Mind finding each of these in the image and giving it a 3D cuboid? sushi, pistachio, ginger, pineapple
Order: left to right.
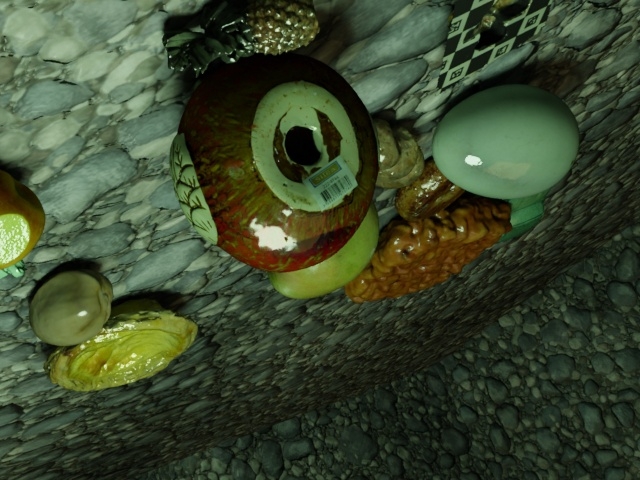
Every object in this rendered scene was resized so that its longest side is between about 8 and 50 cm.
[{"bbox_3d":[-0.365,0.099,1.317,0.149,0.113,0.113,-29,164,26],"label":"pistachio"},{"bbox_3d":[-0.083,-0.212,0.923,0.159,0.074,0.074,-21,161,-12],"label":"pineapple"},{"bbox_3d":[0.105,-0.131,1.396,0.104,0.080,0.204,-25,165,9],"label":"ginger"},{"bbox_3d":[0.222,-0.300,1.170,0.192,0.040,0.210,-32,161,-10],"label":"sushi"}]

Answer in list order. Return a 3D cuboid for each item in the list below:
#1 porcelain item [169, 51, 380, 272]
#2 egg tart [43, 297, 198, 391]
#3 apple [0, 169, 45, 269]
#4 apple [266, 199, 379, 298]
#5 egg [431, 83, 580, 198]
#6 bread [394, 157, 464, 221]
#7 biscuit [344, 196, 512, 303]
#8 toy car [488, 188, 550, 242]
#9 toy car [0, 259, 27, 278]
[{"bbox_3d":[-0.061,-0.083,1.030,0.252,0.253,0.253,-25,162,-9],"label":"porcelain item"},{"bbox_3d":[-0.350,0.175,1.569,0.278,0.095,0.279,-21,157,-10],"label":"egg tart"},{"bbox_3d":[-0.359,-0.026,0.985,0.102,0.099,0.114,-39,133,-11],"label":"apple"},{"bbox_3d":[0.000,0.000,1.483,0.188,0.174,0.207,-16,175,-24],"label":"apple"},{"bbox_3d":[0.294,-0.156,1.434,0.264,0.183,0.183,-9,155,-31],"label":"egg"},{"bbox_3d":[0.214,-0.105,1.663,0.193,0.064,0.193,-31,162,-11],"label":"bread"},{"bbox_3d":[0.216,0.020,1.905,0.318,0.111,0.312,-7,157,-34],"label":"biscuit"},{"bbox_3d":[0.430,-0.066,2.014,0.141,0.097,0.321,-22,161,-14],"label":"toy car"},{"bbox_3d":[-0.419,0.018,1.089,0.073,0.054,0.143,-29,158,0],"label":"toy car"}]
